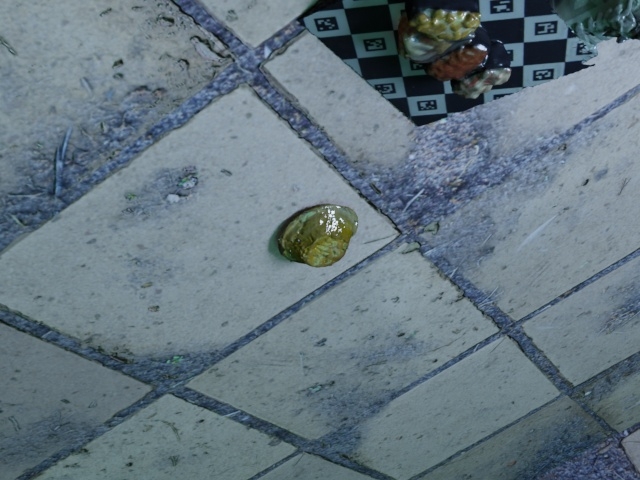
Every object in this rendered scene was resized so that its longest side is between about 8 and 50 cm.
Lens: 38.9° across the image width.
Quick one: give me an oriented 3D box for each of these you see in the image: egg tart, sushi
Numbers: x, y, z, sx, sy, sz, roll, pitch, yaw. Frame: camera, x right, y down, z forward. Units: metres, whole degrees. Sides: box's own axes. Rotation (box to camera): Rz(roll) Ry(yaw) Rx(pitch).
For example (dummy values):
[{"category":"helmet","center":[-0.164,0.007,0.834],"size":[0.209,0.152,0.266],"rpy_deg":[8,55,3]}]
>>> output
[{"category":"egg tart","center":[0.000,0.000,1.349],"size":[0.128,0.049,0.129],"rpy_deg":[-15,143,-12]},{"category":"sushi","center":[0.155,-0.210,1.068],"size":[0.264,0.050,0.290],"rpy_deg":[-15,153,34]}]

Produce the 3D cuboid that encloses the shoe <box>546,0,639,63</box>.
[{"category":"shoe","center":[0.340,-0.274,1.096],"size":[0.109,0.149,0.293],"rpy_deg":[11,132,-42]}]
